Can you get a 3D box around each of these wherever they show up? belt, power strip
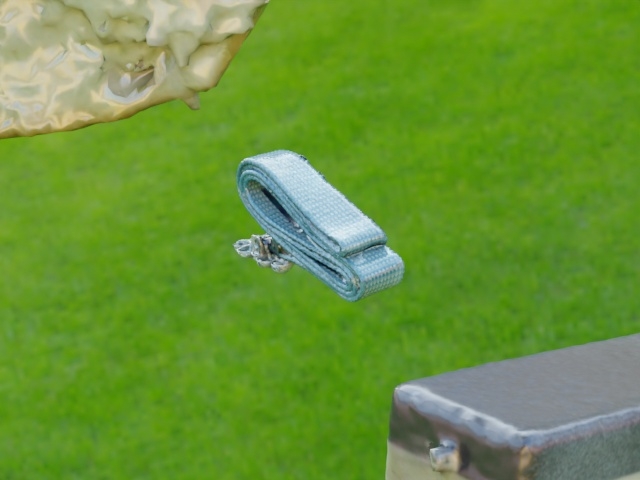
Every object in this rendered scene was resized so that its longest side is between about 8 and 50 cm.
[{"bbox_3d":[-0.004,0.002,1.391,0.065,0.100,0.179,-18,39,-28],"label":"belt"},{"bbox_3d":[0.151,0.098,0.914,0.256,0.070,0.105,-6,15,-39],"label":"power strip"}]

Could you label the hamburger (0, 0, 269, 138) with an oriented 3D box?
[{"bbox_3d":[-0.132,-0.150,0.509,0.308,0.132,0.211,15,36,4],"label":"hamburger"}]
